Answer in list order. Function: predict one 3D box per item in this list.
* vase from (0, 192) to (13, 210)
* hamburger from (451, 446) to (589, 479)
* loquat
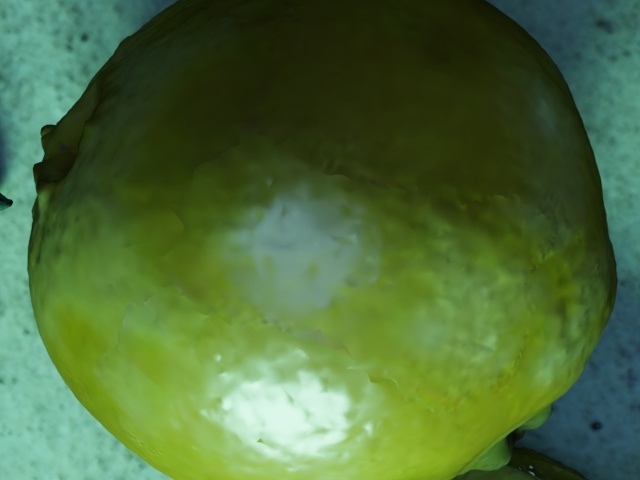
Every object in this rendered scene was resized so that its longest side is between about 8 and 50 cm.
[{"bbox_3d":[-0.233,-0.097,1.152,0.059,0.059,0.167,-9,97,3],"label":"vase"},{"bbox_3d":[0.087,0.277,1.144,0.318,0.158,0.318,0,100,2],"label":"hamburger"},{"bbox_3d":[0.000,0.000,1.031,0.328,0.328,0.328,0,98,2],"label":"loquat"}]
